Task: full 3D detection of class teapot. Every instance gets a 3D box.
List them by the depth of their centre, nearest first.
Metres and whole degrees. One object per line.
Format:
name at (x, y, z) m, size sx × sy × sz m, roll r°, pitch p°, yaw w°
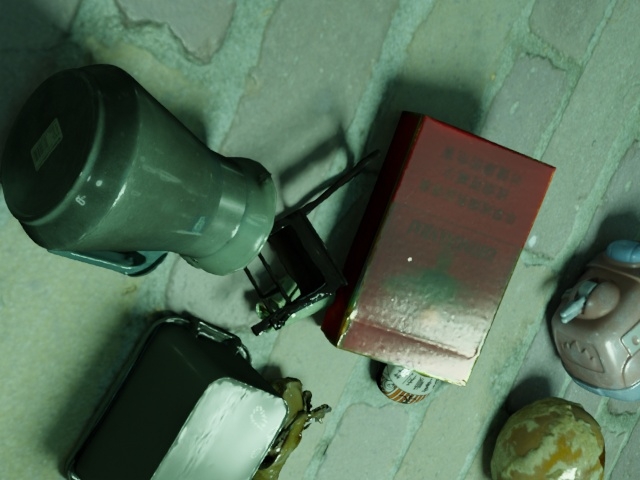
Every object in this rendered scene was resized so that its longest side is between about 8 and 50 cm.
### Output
teapot at (-0.174, -0.044, 0.728) m, size 0.203 × 0.171 × 0.225 m, roll -39°, pitch 144°, yaw 23°

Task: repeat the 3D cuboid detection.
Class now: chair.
chair at (0.000, 0.000, 0.881) m, size 0.229 × 0.106 × 0.113 m, roll -32°, pitch 91°, yaw -20°

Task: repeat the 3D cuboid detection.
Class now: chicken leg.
chicken leg at (-0.063, 0.272, 0.994) m, size 0.125 × 0.080 × 0.196 m, roll 13°, pitch 102°, yaw -53°

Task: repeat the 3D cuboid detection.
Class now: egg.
egg at (0.398, 0.387, 1.325) m, size 0.195 × 0.195 × 0.233 m, roll 8°, pitch 100°, yaw -40°

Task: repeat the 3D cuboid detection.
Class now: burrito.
burrito at (-0.030, 0.068, 0.949) m, size 0.118 × 0.044 × 0.074 m, roll -21°, pitch 124°, yaw -32°

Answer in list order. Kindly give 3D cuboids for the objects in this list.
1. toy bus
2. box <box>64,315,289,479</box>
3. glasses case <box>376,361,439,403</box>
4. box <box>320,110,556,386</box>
toy bus at (0.536, 0.123, 1.323) m, size 0.294 × 0.197 × 0.231 m, roll -43°, pitch 119°, yaw -13°
box at (-0.155, 0.224, 0.861) m, size 0.163 × 0.135 × 0.243 m, roll 34°, pitch 87°, yaw -41°
glasses case at (0.164, 0.113, 1.103) m, size 0.103 × 0.067 × 0.266 m, roll 17°, pitch 98°, yaw -36°
box at (0.149, 0.013, 0.990) m, size 0.198 × 0.089 × 0.313 m, roll 19°, pitch 97°, yaw -17°
